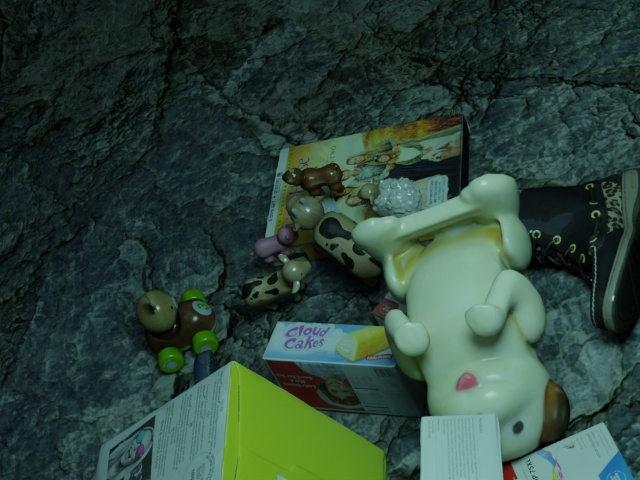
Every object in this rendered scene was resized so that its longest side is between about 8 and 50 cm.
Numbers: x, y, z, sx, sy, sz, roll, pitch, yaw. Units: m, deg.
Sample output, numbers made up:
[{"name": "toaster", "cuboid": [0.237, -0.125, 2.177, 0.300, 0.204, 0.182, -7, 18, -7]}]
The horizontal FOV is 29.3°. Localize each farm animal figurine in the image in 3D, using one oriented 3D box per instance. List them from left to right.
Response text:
[{"name": "farm animal figurine", "cuboid": [0.000, 0.000, 2.350, 0.327, 0.172, 0.330, 17, 82, 25]}]

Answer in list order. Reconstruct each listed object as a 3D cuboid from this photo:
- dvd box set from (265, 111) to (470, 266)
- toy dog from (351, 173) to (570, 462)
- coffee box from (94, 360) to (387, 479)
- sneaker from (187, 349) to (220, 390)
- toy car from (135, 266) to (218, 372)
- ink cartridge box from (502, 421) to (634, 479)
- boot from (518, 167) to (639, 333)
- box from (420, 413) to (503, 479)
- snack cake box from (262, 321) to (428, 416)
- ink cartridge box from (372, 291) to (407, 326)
[{"name": "dvd box set", "cuboid": [0.099, -0.108, 2.538, 0.420, 0.062, 0.307, -10, 46, 20]}, {"name": "toy dog", "cuboid": [0.243, 0.167, 1.996, 0.284, 0.395, 0.408, -15, 61, 9]}, {"name": "coffee box", "cuboid": [-0.124, 0.451, 1.836, 0.334, 0.337, 0.338, -35, 35, 32]}, {"name": "sneaker", "cuboid": [-0.239, 0.339, 2.248, 0.131, 0.112, 0.319, -15, 43, 10]}, {"name": "toy car", "cuboid": [-0.303, 0.137, 2.419, 0.149, 0.188, 0.155, -26, 42, 3]}, {"name": "ink cartridge box", "cuboid": [0.367, 0.395, 1.895, 0.231, 0.078, 0.134, -25, 42, 5]}, {"name": "boot", "cuboid": [0.431, 0.019, 2.181, 0.284, 0.138, 0.377, -3, 44, 24]}, {"name": "box", "cuboid": [0.211, 0.379, 1.794, 0.119, 0.181, 0.182, -4, 28, 7]}, {"name": "snack cake box", "cuboid": [0.049, 0.228, 2.172, 0.264, 0.152, 0.089, 1, 49, 28]}, {"name": "ink cartridge box", "cuboid": [0.205, 0.100, 2.276, 0.115, 0.067, 0.198, 22, 62, 41]}]
